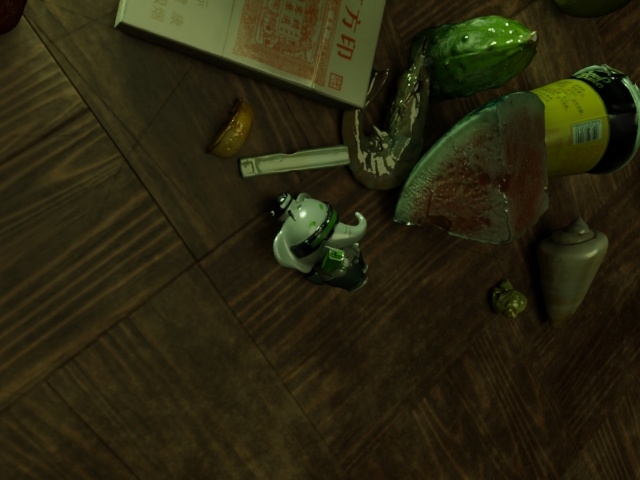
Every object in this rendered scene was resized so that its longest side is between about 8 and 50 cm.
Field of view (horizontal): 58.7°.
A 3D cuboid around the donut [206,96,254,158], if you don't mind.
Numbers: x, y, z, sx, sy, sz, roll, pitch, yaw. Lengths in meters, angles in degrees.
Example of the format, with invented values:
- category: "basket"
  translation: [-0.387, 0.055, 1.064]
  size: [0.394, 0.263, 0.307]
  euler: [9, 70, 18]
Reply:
- category: "donut"
  translation: [-0.123, -0.159, 0.814]
  size: [0.038, 0.067, 0.083]
  euler: [31, 49, -25]

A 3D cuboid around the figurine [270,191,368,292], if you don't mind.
- category: "figurine"
  translation: [0.000, 0.000, 0.866]
  size: [0.192, 0.126, 0.147]
  euler: [41, 40, -23]

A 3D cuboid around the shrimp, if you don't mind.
- category: "shrimp"
  translation: [0.105, -0.209, 0.930]
  size: [0.145, 0.059, 0.254]
  euler: [3, 104, -14]

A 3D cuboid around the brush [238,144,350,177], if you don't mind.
- category: "brush"
  translation: [-0.040, -0.123, 0.874]
  size: [0.178, 0.030, 0.033]
  euler: [-10, 110, -20]

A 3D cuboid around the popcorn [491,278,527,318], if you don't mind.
- category: "popcorn"
  translation: [0.381, 0.119, 1.151]
  size: [0.060, 0.068, 0.083]
  euler: [71, 22, -44]

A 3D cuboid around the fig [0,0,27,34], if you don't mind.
- category: "fig"
  translation: [-0.379, -0.291, 0.587]
  size: [0.153, 0.119, 0.119]
  euler: [26, 83, -30]

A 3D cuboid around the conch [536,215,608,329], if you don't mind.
- category: "conch"
  translation: [0.508, 0.063, 1.202]
  size: [0.158, 0.127, 0.255]
  euler: [-32, 140, -55]

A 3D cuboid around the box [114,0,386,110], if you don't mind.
- category: "box"
  translation: [-0.077, -0.331, 0.793]
  size: [0.365, 0.051, 0.205]
  euler: [12, 90, -30]

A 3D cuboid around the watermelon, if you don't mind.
- category: "watermelon"
  translation: [0.276, -0.103, 0.913]
  size: [0.213, 0.262, 0.201]
  euler: [-29, 72, -40]

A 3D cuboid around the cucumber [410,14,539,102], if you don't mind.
- category: "cucumber"
  translation: [0.255, -0.297, 0.906]
  size: [0.134, 0.244, 0.134]
  euler: [-4, 99, -24]

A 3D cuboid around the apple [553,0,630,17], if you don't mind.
- category: "apple"
  translation: [0.508, -0.516, 1.063]
  size: [0.157, 0.196, 0.196]
  euler: [-29, 114, 6]

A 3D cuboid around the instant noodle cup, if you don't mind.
- category: "instant noodle cup"
  translation: [0.437, -0.204, 1.062]
  size: [0.236, 0.215, 0.216]
  euler: [-15, 105, -22]
